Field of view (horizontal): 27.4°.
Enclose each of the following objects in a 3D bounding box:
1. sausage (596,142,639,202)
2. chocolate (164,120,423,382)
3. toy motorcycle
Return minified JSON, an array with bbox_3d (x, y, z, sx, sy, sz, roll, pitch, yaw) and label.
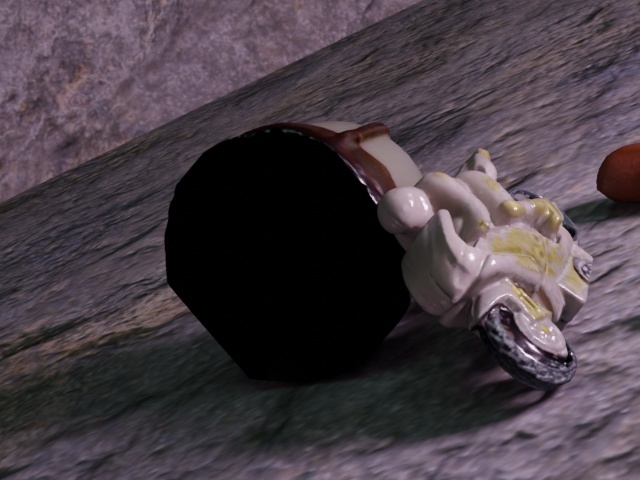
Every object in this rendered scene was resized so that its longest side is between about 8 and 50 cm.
[{"bbox_3d":[0.397,-0.080,1.452,0.194,0.077,0.077,-9,21,39],"label":"sausage"},{"bbox_3d":[0.000,0.000,1.412,0.284,0.283,0.186,-11,5,28],"label":"chocolate"},{"bbox_3d":[0.157,0.007,1.261,0.108,0.223,0.340,-56,3,28],"label":"toy motorcycle"}]
